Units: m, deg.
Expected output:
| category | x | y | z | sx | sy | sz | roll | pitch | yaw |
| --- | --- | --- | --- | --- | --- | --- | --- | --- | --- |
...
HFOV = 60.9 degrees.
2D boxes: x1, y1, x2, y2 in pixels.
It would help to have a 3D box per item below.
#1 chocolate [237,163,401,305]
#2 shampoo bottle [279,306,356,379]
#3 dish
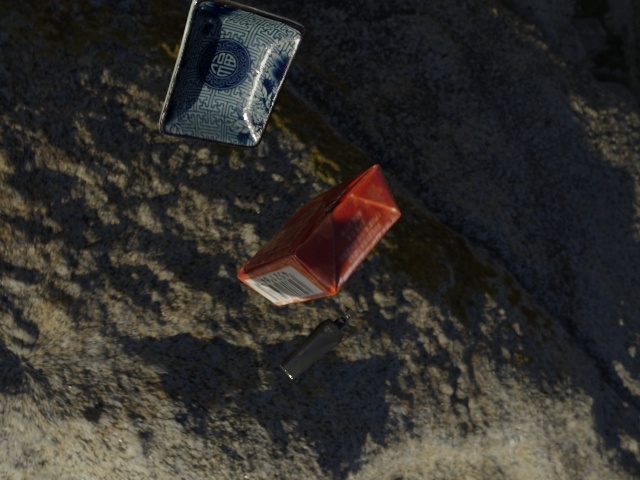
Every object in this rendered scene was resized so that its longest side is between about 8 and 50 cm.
| category | x | y | z | sx | sy | sz | roll | pitch | yaw |
| --- | --- | --- | --- | --- | --- | --- | --- | --- | --- |
| chocolate | 0.000 | 0.000 | 0.940 | 0.108 | 0.237 | 0.235 | 48 | 59 | -11 |
| shampoo bottle | -0.001 | 0.153 | 0.822 | 0.137 | 0.048 | 0.027 | -40 | 139 | -13 |
| dish | -0.154 | -0.278 | 0.892 | 0.182 | 0.243 | 0.080 | 4 | 42 | -31 |
